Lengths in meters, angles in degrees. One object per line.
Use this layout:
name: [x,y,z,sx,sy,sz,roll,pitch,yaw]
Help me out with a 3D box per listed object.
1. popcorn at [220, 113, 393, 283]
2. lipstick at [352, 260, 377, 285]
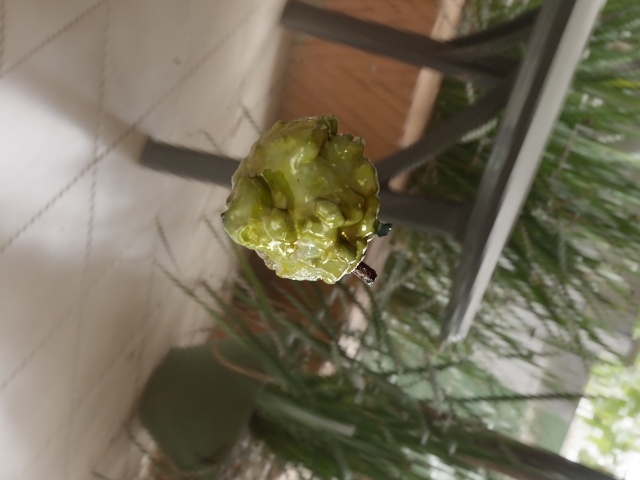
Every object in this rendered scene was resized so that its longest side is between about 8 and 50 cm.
popcorn: [-0.010,-0.036,1.146,0.142,0.174,0.173,32,77,-37]
lipstick: [0.000,0.000,1.539,0.027,0.176,0.027,-54,179,-2]
